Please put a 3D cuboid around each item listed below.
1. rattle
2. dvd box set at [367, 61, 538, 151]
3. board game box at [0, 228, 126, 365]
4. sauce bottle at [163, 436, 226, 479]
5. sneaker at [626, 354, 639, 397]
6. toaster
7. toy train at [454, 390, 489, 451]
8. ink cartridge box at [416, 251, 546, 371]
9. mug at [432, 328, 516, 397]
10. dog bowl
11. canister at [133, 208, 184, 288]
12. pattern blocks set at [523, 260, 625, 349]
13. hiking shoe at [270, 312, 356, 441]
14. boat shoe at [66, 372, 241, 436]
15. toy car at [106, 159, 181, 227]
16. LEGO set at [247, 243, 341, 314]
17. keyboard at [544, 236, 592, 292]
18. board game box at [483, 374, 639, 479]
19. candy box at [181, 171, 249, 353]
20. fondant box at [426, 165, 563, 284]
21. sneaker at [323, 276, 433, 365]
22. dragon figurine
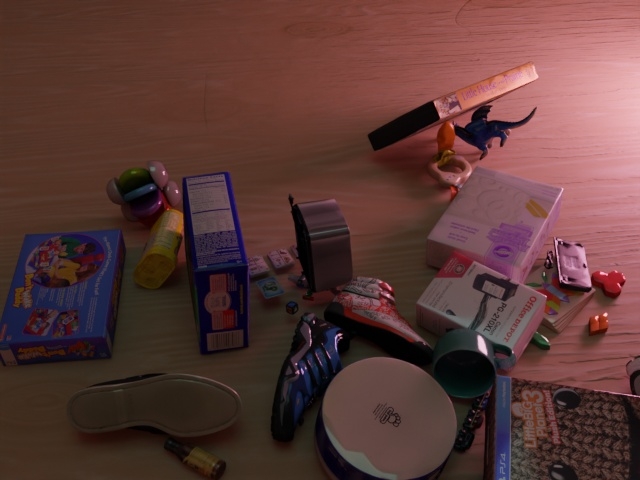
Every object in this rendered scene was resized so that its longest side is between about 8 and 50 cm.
[{"bbox_3d":[0.373,-0.211,2.025,0.130,0.142,0.199,18,37,-8],"label":"rattle"},{"bbox_3d":[0.377,-0.382,2.090,0.420,0.308,0.062,-26,93,-33],"label":"dvd box set"},{"bbox_3d":[-0.591,0.123,1.698,0.233,0.078,0.347,-3,43,-4],"label":"board game box"},{"bbox_3d":[-0.245,0.419,1.415,0.128,0.042,0.042,20,47,22],"label":"sauce bottle"},{"bbox_3d":[0.775,0.313,1.511,0.272,0.100,0.108,5,57,10],"label":"sneaker"},{"bbox_3d":[0.000,0.000,1.701,0.110,0.185,0.168,-11,32,-9],"label":"toaster"},{"bbox_3d":[0.313,0.365,1.487,0.036,0.027,0.158,22,47,18],"label":"toy train"},{"bbox_3d":[0.359,0.157,1.638,0.237,0.100,0.172,27,61,25],"label":"ink cartridge box"},{"bbox_3d":[0.312,0.252,1.527,0.158,0.129,0.097,17,30,1],"label":"mug"},{"bbox_3d":[0.123,0.361,1.409,0.265,0.104,0.264,5,48,-5],"label":"dog bowl"},{"bbox_3d":[-0.387,0.017,1.783,0.073,0.126,0.170,30,37,-21],"label":"canister"},{"bbox_3d":[0.555,0.129,1.743,0.285,0.026,0.325,26,49,25],"label":"pattern blocks set"},{"bbox_3d":[-0.015,0.282,1.513,0.132,0.113,0.304,16,50,4],"label":"hiking shoe"},{"bbox_3d":[-0.323,0.326,1.467,0.340,0.127,0.113,-7,0,2],"label":"boat shoe"},{"bbox_3d":[-0.446,-0.104,1.873,0.159,0.182,0.136,-24,52,1],"label":"toy car"},{"bbox_3d":[-0.067,0.099,1.766,0.183,0.060,0.244,-16,34,-17],"label":"LEGO set"},{"bbox_3d":[0.597,0.057,1.785,0.108,0.023,0.180,13,39,1],"label":"keyboard"},{"bbox_3d":[0.456,0.402,1.352,0.291,0.141,0.232,7,50,7],"label":"board game box"},{"bbox_3d":[-0.239,0.045,1.647,0.122,0.268,0.317,-5,43,-11],"label":"candy box"},{"bbox_3d":[0.442,-0.037,1.843,0.238,0.096,0.330,19,48,25],"label":"fondant box"},{"bbox_3d":[0.155,0.170,1.648,0.270,0.090,0.145,21,49,24],"label":"sneaker"},{"bbox_3d":[0.471,-0.330,2.104,0.144,0.289,0.085,46,52,-9],"label":"dragon figurine"}]
